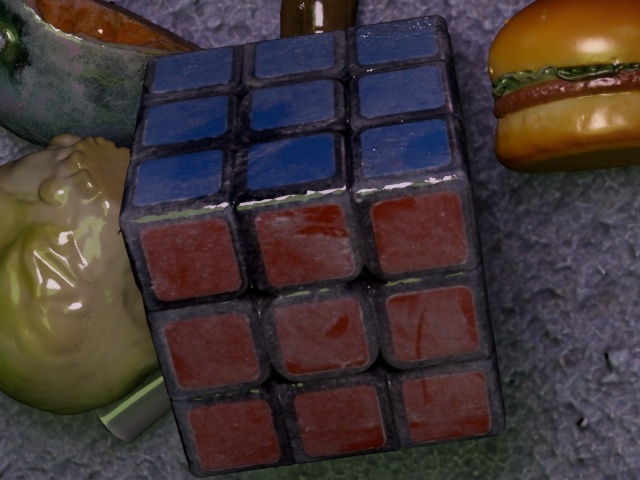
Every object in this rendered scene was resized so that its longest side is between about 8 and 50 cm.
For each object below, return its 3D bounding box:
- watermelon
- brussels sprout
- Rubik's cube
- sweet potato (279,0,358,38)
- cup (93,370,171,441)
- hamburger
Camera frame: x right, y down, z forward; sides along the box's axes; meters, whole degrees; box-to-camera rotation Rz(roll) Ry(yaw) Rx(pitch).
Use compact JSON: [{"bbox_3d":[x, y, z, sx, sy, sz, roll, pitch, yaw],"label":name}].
[{"bbox_3d":[-0.291,-0.177,1.708,0.322,0.175,0.188,25,106,17],"label":"watermelon"},{"bbox_3d":[-0.258,0.041,1.711,0.316,0.243,0.273,-23,77,49],"label":"brussels sprout"},{"bbox_3d":[0.000,0.000,1.539,0.305,0.301,0.303,-6,123,4],"label":"Rubik's cube"},{"bbox_3d":[0.013,-0.202,1.684,0.112,0.085,0.285,-1,92,-16],"label":"sweet potato"},{"bbox_3d":[-0.197,0.150,1.821,0.116,0.074,0.104,-37,62,16],"label":"cup"},{"bbox_3d":[0.268,-0.155,1.538,0.246,0.246,0.170,-6,89,16],"label":"hamburger"}]
